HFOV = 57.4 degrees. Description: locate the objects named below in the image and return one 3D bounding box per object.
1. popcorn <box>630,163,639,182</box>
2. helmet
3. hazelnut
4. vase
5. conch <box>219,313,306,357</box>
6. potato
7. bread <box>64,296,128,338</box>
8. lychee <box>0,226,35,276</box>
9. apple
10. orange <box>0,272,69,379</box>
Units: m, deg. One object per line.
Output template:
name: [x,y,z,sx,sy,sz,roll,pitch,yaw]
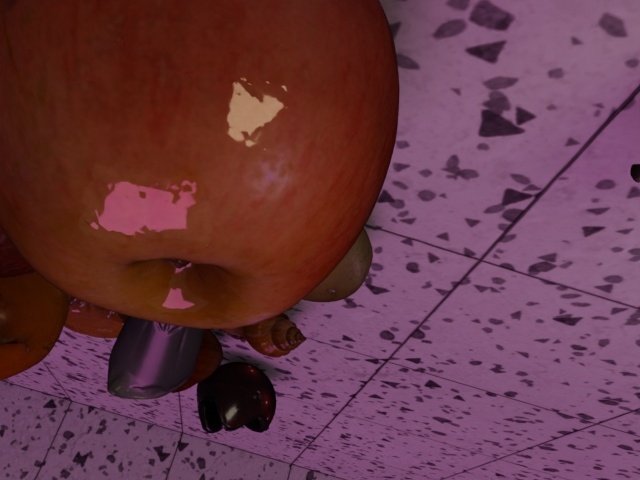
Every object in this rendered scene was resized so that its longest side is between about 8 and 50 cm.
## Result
popcorn: [0.373,-0.089,0.464,0.140,0.194,0.163,16,108,-11]
helmet: [-0.216,0.412,1.505,0.216,0.193,0.189,37,147,-12]
hazelnut: [-0.335,0.272,1.353,0.212,0.181,0.180,-11,122,21]
vase: [-0.259,0.119,1.048,0.156,0.251,0.300,35,124,12]
conch: [-0.125,0.181,1.213,0.109,0.093,0.330,15,175,-35]
potato: [0.000,0.000,0.813,0.157,0.157,0.194,13,136,4]
bread: [-0.470,0.091,1.152,0.274,0.149,0.274,5,149,3]
lychee: [-0.424,-0.082,0.779,0.255,0.300,0.255,46,167,14]
apple: [-0.110,-0.101,0.505,0.364,0.363,0.364,11,149,7]
orange: [-0.529,0.105,0.928,0.246,0.246,0.246,11,149,7]
